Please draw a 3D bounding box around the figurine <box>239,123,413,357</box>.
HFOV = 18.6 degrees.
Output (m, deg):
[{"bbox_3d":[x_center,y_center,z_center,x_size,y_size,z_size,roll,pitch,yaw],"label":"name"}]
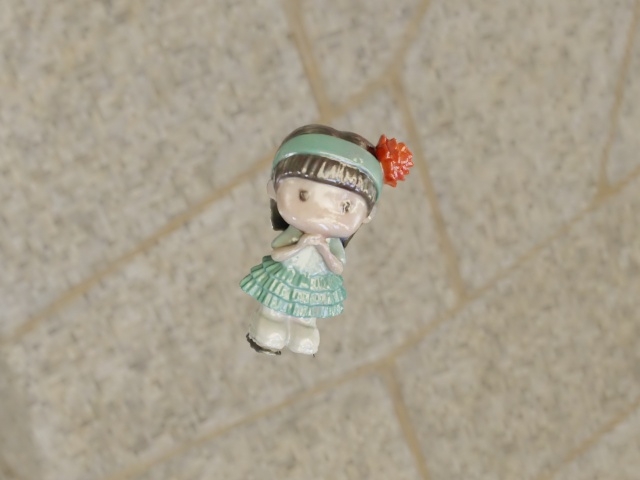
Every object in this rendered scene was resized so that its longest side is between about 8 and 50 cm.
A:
[{"bbox_3d":[0.000,0.000,0.858,0.060,0.106,0.047,16,-167,-3],"label":"figurine"}]
